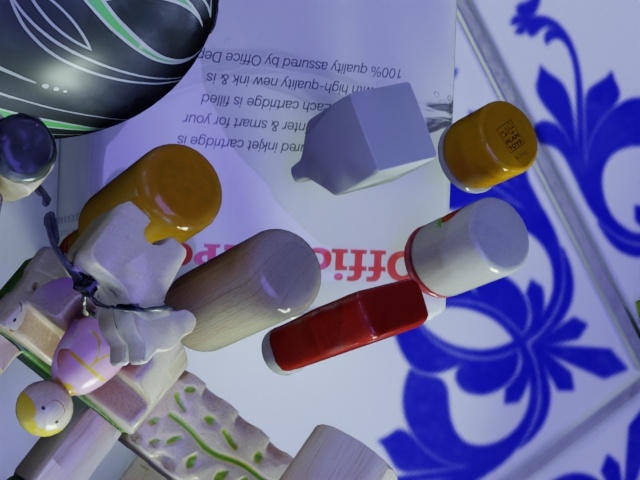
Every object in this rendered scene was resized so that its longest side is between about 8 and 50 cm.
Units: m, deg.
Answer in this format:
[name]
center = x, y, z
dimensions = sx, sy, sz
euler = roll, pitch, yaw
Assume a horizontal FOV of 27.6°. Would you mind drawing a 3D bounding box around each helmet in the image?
[helmet]
center = -0.126, -0.119, 0.543
dimensions = 0.169, 0.161, 0.169
euler = 0, 88, 0

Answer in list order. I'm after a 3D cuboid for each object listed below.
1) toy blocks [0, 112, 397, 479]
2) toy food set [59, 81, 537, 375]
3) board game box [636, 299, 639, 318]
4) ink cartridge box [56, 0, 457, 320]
[toy blocks]
center = -0.169, 0.127, 0.551
dimensions = 0.288, 0.309, 0.260
euler = 43, 69, -16
[toy food set]
center = 0.000, 0.000, 0.629
dimensions = 0.232, 0.104, 0.111
euler = -17, 84, -39
[board game box]
center = 0.283, 0.114, 0.880
dimensions = 0.092, 0.043, 0.181
euler = -18, 97, -21
[ink cartridge box]
center = -0.036, -0.096, 0.710
dimensions = 0.198, 0.115, 0.273
euler = 3, 89, -21
